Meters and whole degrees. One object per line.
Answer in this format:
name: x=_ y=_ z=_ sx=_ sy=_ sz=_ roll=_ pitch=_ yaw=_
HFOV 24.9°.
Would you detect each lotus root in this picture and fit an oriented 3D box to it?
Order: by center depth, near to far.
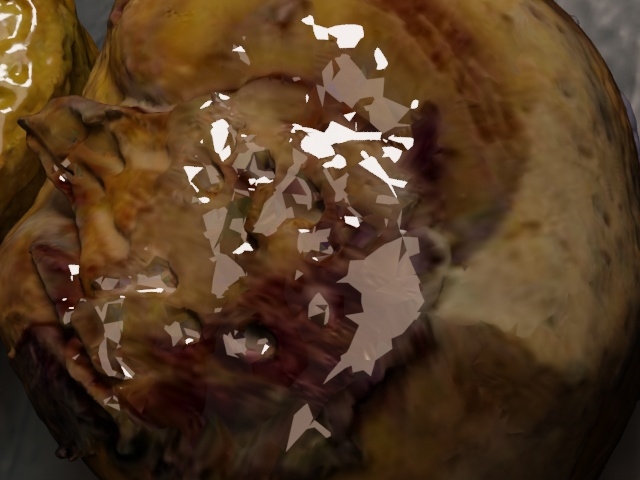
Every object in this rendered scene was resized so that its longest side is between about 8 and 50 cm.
lotus root: x=0.000 y=0.000 z=0.504 sx=0.272 sy=0.192 sz=0.272 roll=-1 pitch=85 yaw=10

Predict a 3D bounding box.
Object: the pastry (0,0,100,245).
pastry: x=-0.181 y=-0.051 z=0.616 sx=0.189 sy=0.103 sz=0.188 roll=-3 pitch=75 yaw=13
